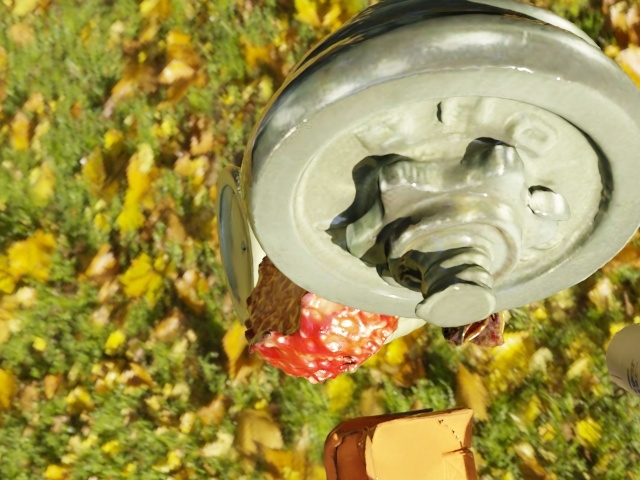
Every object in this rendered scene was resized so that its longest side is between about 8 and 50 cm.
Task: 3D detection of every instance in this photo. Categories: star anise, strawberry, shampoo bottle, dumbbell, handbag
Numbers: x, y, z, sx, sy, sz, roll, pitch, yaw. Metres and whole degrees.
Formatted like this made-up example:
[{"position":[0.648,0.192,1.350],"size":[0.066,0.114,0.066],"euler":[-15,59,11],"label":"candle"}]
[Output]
[{"position":[0.256,0.085,1.750],"size":[0.125,0.190,0.220],"euler":[-15,64,50],"label":"star anise"},{"position":[0.010,0.023,0.644],"size":[0.145,0.086,0.145],"euler":[-61,13,24],"label":"strawberry"},{"position":[0.405,0.153,1.124],"size":[0.092,0.092,0.303],"euler":[-49,11,0],"label":"shampoo bottle"},{"position":[0.051,-0.134,0.502],"size":[0.179,0.179,0.406],"euler":[-18,50,22],"label":"dumbbell"},{"position":[0.155,0.482,1.588],"size":[0.116,0.303,0.410],"euler":[-15,78,43],"label":"handbag"}]

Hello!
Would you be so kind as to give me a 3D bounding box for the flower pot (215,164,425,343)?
[{"position":[0.000,0.000,1.311],"size":[0.244,0.307,0.308],"euler":[-7,55,-15],"label":"flower pot"}]
